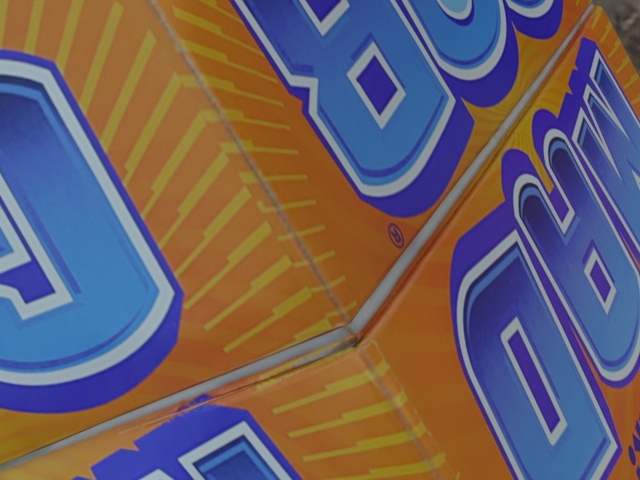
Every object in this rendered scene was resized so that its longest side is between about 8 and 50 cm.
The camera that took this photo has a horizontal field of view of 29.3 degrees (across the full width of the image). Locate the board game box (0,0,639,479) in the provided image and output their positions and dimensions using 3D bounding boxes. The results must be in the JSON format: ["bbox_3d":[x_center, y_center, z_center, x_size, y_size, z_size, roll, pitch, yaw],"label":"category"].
[{"bbox_3d":[-0.062,0.013,0.558,0.356,0.356,0.356,-25,13,32],"label":"board game box"}]
